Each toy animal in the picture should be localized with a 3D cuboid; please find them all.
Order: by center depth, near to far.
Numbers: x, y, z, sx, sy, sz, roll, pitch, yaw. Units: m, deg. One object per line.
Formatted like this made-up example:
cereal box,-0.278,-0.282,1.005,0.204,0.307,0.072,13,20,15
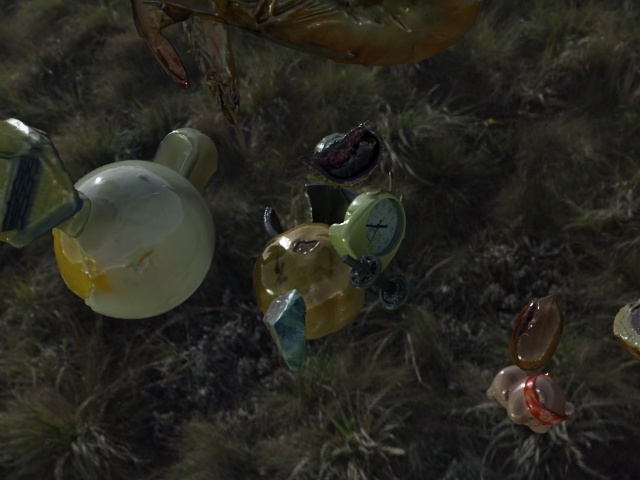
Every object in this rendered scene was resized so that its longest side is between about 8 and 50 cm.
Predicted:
toy animal,0.558,0.416,1.633,0.171,0.171,0.197,-35,20,-12

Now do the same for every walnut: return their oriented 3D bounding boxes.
walnut,0.539,0.228,1.539,0.116,0.116,0.207,26,100,32

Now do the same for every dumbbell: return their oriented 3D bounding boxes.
dumbbell,0.127,0.087,1.303,0.081,0.254,0.082,-24,50,32

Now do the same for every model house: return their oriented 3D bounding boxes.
model house,-0.493,-0.060,0.852,0.321,0.266,0.261,26,100,38

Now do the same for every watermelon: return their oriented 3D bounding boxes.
watermelon,-0.081,0.203,1.380,0.081,0.094,0.180,4,60,-30

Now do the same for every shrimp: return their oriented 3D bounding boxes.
shrimp,-0.005,-0.199,0.485,0.287,0.152,0.063,4,76,-16
shrimp,-0.161,-0.249,0.770,0.053,0.236,0.133,-7,16,38

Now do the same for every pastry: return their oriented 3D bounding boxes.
pastry,0.945,0.266,1.686,0.236,0.170,0.256,-16,26,34

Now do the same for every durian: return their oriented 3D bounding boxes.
durian,0.051,-0.174,1.321,0.186,0.119,0.108,-30,15,-6

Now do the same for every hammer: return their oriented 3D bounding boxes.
hammer,0.059,-0.123,1.567,0.021,0.065,0.178,-48,61,31

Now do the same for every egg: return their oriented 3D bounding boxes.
egg,-0.340,-0.012,1.141,0.283,0.283,0.345,-29,26,-7

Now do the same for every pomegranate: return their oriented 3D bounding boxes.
pomegranate,-0.025,0.119,1.752,0.332,0.332,0.332,-8,51,10

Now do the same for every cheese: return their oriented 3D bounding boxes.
cheese,-0.390,-0.187,1.764,0.127,0.233,0.266,21,80,11

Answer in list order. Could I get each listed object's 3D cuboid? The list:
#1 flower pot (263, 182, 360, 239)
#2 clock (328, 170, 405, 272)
flower pot,0.000,0.000,2.221,0.379,0.251,0.379,-1,39,1
clock,0.127,-0.042,1.397,0.069,0.170,0.232,15,60,44
